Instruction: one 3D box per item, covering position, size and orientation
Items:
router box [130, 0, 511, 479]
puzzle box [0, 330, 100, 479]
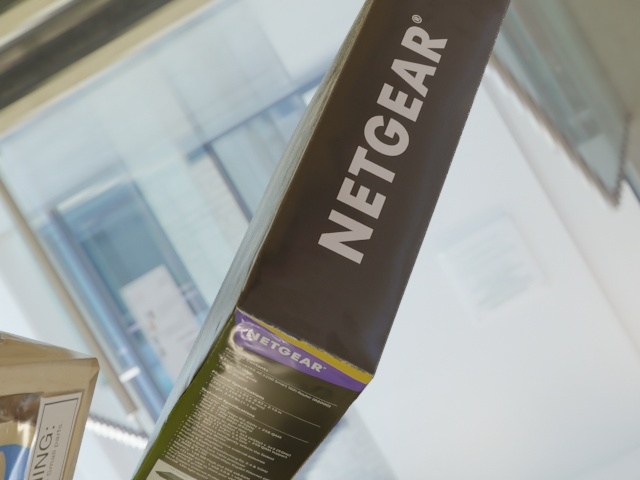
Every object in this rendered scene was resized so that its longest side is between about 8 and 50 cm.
[{"bbox_3d":[0.000,0.000,0.909,0.243,0.081,0.309,-58,-173,53],"label":"router box"},{"bbox_3d":[-0.169,0.222,0.374,0.052,0.409,0.272,13,-179,14],"label":"puzzle box"}]
